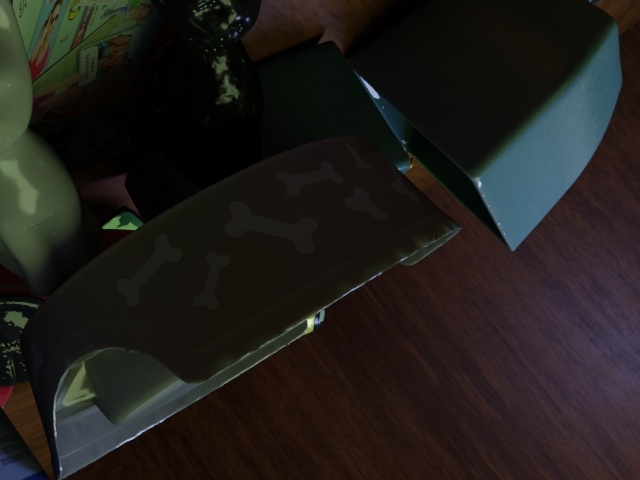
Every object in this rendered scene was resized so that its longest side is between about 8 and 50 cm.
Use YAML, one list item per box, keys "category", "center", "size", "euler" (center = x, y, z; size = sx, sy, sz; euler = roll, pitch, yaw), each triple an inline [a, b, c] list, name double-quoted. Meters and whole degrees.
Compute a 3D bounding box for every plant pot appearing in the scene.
- category: "plant pot"
  center: [0.232, -0.186, 0.869]
  size: [0.252, 0.247, 0.248]
  euler: [-42, 148, 6]
- category: "plant pot"
  center: [-0.069, -0.076, 0.720]
  size: [0.234, 0.165, 0.165]
  euler: [-22, 166, -34]

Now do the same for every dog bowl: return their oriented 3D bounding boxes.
- category: "dog bowl"
  center: [-0.065, 0.045, 0.541]
  size: [0.349, 0.102, 0.349]
  euler: [-32, 174, -4]

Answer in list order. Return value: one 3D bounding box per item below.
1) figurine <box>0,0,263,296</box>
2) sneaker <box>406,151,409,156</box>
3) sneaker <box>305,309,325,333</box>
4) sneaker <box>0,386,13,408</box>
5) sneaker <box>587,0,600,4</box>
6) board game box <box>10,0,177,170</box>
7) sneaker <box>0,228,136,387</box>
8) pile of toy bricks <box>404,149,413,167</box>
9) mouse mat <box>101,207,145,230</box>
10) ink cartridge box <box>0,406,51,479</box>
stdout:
- category: "figurine"
  center: [-0.123, -0.078, 0.384]
  size: [0.215, 0.092, 0.209]
  euler: [-33, 164, -22]
- category: "sneaker"
  center: [0.016, -0.111, 0.962]
  size: [0.296, 0.123, 0.109]
  euler: [-15, 168, -43]
- category: "sneaker"
  center: [-0.138, 0.122, 1.168]
  size: [0.147, 0.145, 0.385]
  euler: [11, 177, -32]
- category: "sneaker"
  center: [-0.428, 0.174, 0.851]
  size: [0.128, 0.087, 0.221]
  euler: [-37, 174, 9]
- category: "sneaker"
  center: [0.324, -0.355, 0.933]
  size: [0.140, 0.125, 0.341]
  euler: [-25, 165, -35]
- category: "board game box"
  center: [-0.135, -0.140, 0.403]
  size: [0.213, 0.046, 0.317]
  euler: [-29, 169, -44]
- category: "sneaker"
  center: [-0.274, 0.054, 0.717]
  size: [0.314, 0.136, 0.115]
  euler: [-8, 128, -31]
- category: "pile of toy bricks"
  center: [0.144, -0.205, 1.208]
  size: [0.212, 0.118, 0.105]
  euler: [-54, -161, 9]
- category: "mouse mat"
  center: [-0.265, 0.058, 0.842]
  size: [0.190, 0.007, 0.152]
  euler: [-37, 137, -2]
- category: "ink cartridge box"
  center: [-0.241, 0.103, 0.372]
  size: [0.065, 0.311, 0.186]
  euler: [-34, 173, -5]
